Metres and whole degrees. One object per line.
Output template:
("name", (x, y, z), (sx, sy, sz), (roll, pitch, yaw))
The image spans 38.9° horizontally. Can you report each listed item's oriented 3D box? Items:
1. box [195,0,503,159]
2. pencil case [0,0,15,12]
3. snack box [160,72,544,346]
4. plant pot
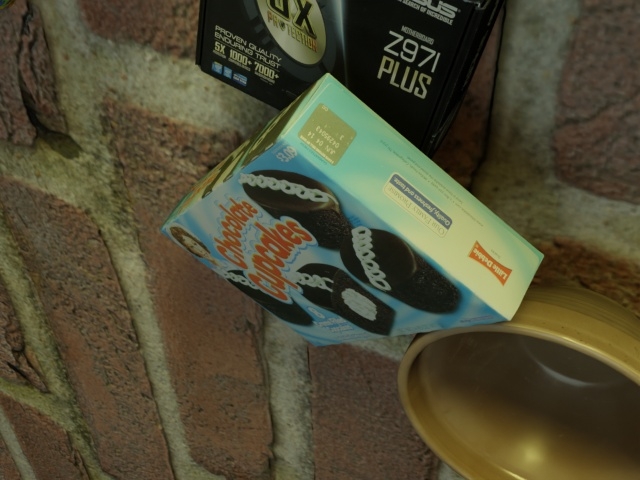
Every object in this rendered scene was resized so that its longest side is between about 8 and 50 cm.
("box", (0.017, -0.148, 0.589), (0.180, 0.077, 0.147), (28, 142, 9))
("pencil case", (-0.199, -0.254, 0.598), (0.119, 0.133, 0.306), (18, 156, -36))
("snack box", (0.000, 0.000, 0.697), (0.187, 0.060, 0.322), (38, 159, -12))
("plant pot", (0.189, 0.113, 0.713), (0.237, 0.110, 0.237), (20, 140, 17))
